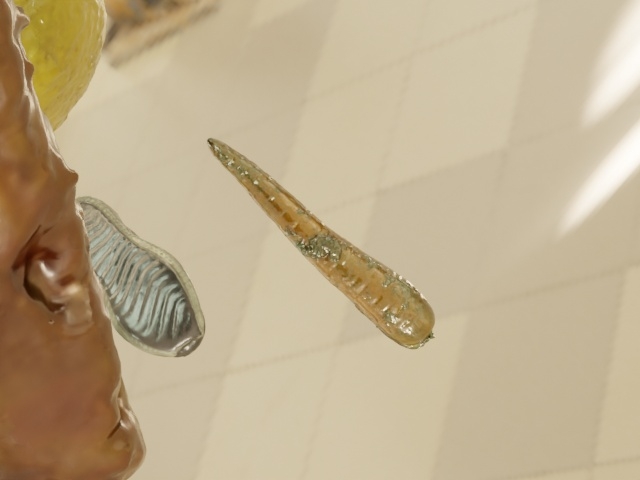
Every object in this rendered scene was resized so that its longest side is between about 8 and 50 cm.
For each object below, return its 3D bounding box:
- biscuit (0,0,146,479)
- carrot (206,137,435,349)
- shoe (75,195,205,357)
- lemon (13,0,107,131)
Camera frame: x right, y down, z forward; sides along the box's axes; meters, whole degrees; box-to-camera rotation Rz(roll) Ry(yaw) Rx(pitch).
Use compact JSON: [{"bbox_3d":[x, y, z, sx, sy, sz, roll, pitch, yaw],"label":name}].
[{"bbox_3d":[-0.312,0.041,0.853,0.395,0.342,0.166,-19,36,-11],"label":"biscuit"},{"bbox_3d":[0.000,0.000,1.404,0.049,0.254,0.049,-49,2,2],"label":"carrot"},{"bbox_3d":[-0.196,0.044,1.806,0.227,0.112,0.099,41,91,23],"label":"shoe"},{"bbox_3d":[-0.313,-0.186,1.390,0.268,0.268,0.322,-60,-1,-7],"label":"lemon"}]
